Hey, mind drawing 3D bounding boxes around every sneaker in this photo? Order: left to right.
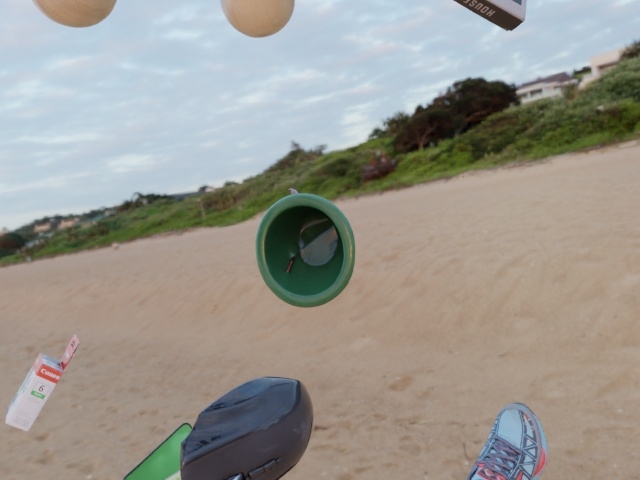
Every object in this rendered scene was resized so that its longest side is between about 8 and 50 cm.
[{"bbox_3d":[0.314,0.406,1.052,0.104,0.262,0.125,9,-16,37],"label":"sneaker"}]

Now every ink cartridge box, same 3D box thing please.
[{"bbox_3d":[-0.333,0.163,0.734,0.029,0.115,0.063,32,-13,-24],"label":"ink cartridge box"}]

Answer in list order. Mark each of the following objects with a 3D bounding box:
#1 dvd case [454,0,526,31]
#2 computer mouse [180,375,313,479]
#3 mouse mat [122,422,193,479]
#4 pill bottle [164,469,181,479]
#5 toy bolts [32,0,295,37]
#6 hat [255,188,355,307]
[{"bbox_3d":[0.161,-0.372,0.687,0.179,0.238,0.029,18,-22,-23],"label":"dvd case"},{"bbox_3d":[-0.085,0.161,0.359,0.041,0.071,0.242,16,37,40],"label":"computer mouse"},{"bbox_3d":[-0.291,0.480,1.231,0.007,0.152,0.190,-26,7,38],"label":"mouse mat"},{"bbox_3d":[-0.130,0.252,0.468,0.184,0.103,0.103,-30,8,-14],"label":"pill bottle"},{"bbox_3d":[-0.095,-0.223,0.402,0.228,0.158,0.218,-5,14,-17],"label":"toy bolts"},{"bbox_3d":[0.000,0.000,1.055,0.173,0.208,0.183,-6,0,20],"label":"hat"}]
